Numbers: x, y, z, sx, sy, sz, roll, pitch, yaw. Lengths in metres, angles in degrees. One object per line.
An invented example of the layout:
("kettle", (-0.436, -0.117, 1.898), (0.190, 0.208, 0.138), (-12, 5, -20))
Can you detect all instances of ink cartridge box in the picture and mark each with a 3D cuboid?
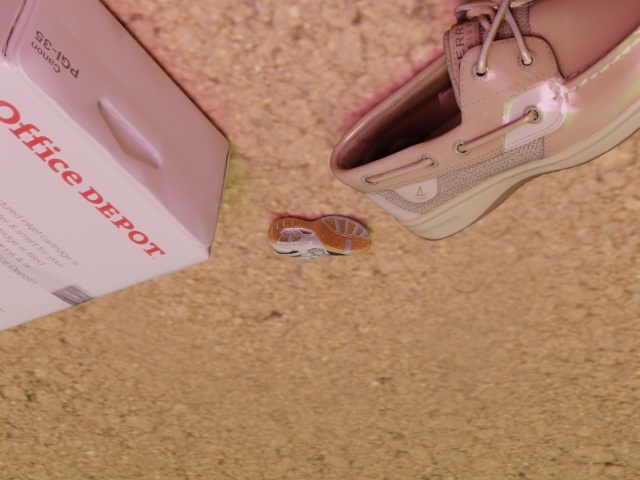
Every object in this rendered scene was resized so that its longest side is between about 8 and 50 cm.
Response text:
("ink cartridge box", (-0.235, -0.046, 0.746), (0.283, 0.117, 0.207), (-19, 134, 27))

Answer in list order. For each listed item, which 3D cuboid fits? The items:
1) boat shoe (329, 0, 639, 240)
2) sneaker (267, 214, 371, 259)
("boat shoe", (0.120, -0.101, 0.652), (0.098, 0.109, 0.302), (26, 141, -24))
("sneaker", (0.000, 0.000, 0.845), (0.083, 0.032, 0.037), (6, 154, 7))
